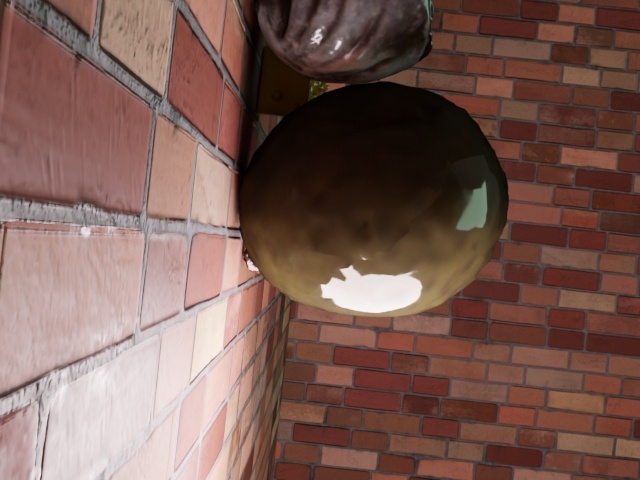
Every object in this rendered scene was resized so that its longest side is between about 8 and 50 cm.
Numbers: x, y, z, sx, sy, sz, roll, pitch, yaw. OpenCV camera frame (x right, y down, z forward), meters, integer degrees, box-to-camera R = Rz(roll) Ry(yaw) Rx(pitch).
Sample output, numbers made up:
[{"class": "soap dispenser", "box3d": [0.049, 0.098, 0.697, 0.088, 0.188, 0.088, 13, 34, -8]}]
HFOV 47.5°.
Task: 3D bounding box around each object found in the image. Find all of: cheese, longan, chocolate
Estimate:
[{"class": "cheese", "box3d": [-0.062, -0.276, 1.364, 0.171, 0.093, 0.126, 105, -9, -87]}, {"class": "longan", "box3d": [0.097, -0.068, 1.194, 0.436, 0.404, 0.403, -4, 105, -46]}, {"class": "chocolate", "box3d": [0.006, -0.368, 1.113, 0.303, 0.213, 0.303, 50, -22, 29]}]

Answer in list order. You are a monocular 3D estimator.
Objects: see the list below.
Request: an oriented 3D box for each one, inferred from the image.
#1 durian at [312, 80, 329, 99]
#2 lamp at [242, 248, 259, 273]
[{"class": "durian", "box3d": [-0.031, -0.383, 2.056, 0.341, 0.112, 0.191, -80, 179, -46]}, {"class": "lamp", "box3d": [-0.073, -0.020, 1.403, 0.223, 0.151, 0.215, 20, 63, -45]}]
